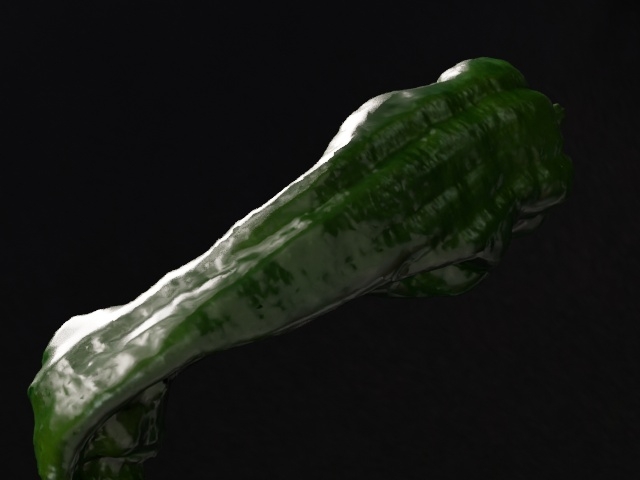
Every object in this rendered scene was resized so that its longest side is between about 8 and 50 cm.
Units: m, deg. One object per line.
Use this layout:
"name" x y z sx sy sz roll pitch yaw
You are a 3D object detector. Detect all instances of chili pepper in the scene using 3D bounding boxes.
"chili pepper" 0.002 0.005 0.677 0.257 0.100 0.074 -29 -113 -24
